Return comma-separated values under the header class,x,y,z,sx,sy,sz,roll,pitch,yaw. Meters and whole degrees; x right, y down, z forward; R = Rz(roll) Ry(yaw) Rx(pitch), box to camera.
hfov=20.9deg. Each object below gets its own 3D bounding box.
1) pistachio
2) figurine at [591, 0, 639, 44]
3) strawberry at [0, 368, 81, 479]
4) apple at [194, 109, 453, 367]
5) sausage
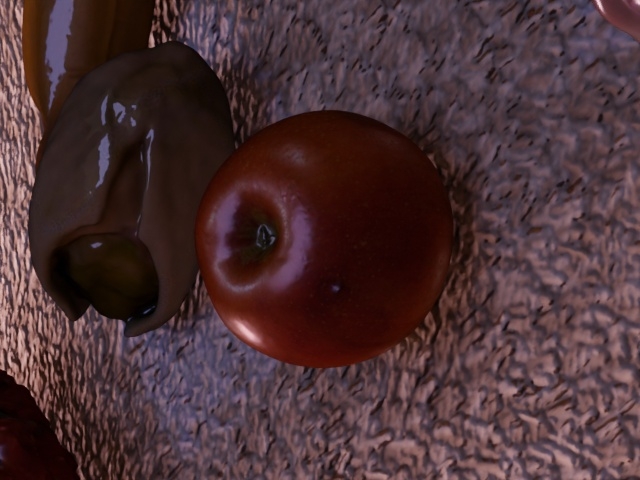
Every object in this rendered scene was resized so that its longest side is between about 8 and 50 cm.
class,x,y,z,sx,sy,sz,roll,pitch,yaw
pistachio,-0.137,-0.036,1.262,0.137,0.153,0.238,21,113,6
figurine,0.176,-0.181,0.828,0.382,0.224,0.205,26,89,50
strawberry,-0.324,0.249,1.402,0.312,0.267,0.351,43,146,34
apple,0.000,0.000,1.091,0.163,0.139,0.163,-3,86,52
sausage,-0.179,-0.179,1.325,0.112,0.112,0.328,13,97,49
